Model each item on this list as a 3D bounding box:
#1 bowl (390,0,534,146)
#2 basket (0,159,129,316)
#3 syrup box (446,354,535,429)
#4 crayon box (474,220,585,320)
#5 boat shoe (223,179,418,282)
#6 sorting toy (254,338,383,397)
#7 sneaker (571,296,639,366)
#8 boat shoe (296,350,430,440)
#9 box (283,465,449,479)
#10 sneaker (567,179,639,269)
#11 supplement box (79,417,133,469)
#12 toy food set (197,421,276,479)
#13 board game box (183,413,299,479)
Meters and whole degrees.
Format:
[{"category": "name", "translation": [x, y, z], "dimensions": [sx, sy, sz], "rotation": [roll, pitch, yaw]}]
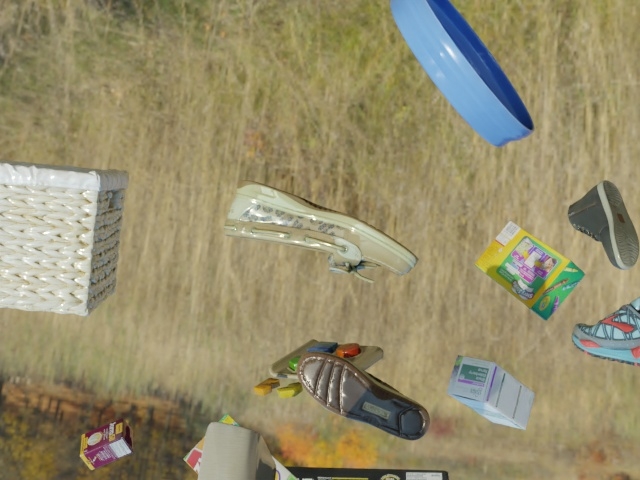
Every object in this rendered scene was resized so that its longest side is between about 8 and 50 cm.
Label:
[{"category": "bowl", "translation": [0.277, -0.352, 1.598], "dimensions": [0.077, 0.391, 0.391], "rotation": [-36, 146, 23]}, {"category": "basket", "translation": [-0.560, -0.022, 1.546], "dimensions": [0.331, 0.266, 0.328], "rotation": [6, -176, -5]}, {"category": "syrup box", "translation": [0.386, 0.342, 1.817], "dimensions": [0.093, 0.096, 0.237], "rotation": [5, 157, 40]}, {"category": "crayon box", "translation": [0.568, 0.079, 2.225], "dimensions": [0.081, 0.165, 0.278], "rotation": [35, -173, -34]}, {"category": "boat shoe", "translation": [0.000, 0.000, 1.174], "dimensions": [0.285, 0.089, 0.104], "rotation": [21, 174, 12]}, {"category": "sorting toy", "translation": [-0.013, 0.315, 2.033], "dimensions": [0.229, 0.041, 0.307], "rotation": [3, -163, 36]}, {"category": "sneaker", "translation": [0.568, 0.161, 1.454], "dimensions": [0.104, 0.125, 0.262], "rotation": [12, 177, -29]}, {"category": "boat shoe", "translation": [0.073, 0.282, 1.468], "dimensions": [0.257, 0.095, 0.095], "rotation": [31, 180, 4]}, {"category": "box", "translation": [0.101, 0.654, 1.909], "dimensions": [0.395, 0.097, 0.318], "rotation": [-1, 133, 5]}, {"category": "sneaker", "translation": [0.637, -0.015, 1.829], "dimensions": [0.083, 0.222, 0.118], "rotation": [15, 144, -26]}, {"category": "supplement box", "translation": [-0.378, 0.361, 1.435], "dimensions": [0.083, 0.055, 0.043], "rotation": [-24, 121, 1]}, {"category": "toy food set", "translation": [-0.127, 0.392, 1.099], "dimensions": [0.092, 0.220, 0.306], "rotation": [4, 154, 5]}, {"category": "board game box", "translation": [-0.139, 0.457, 1.559], "dimensions": [0.259, 0.124, 0.039], "rotation": [34, 161, 32]}]
